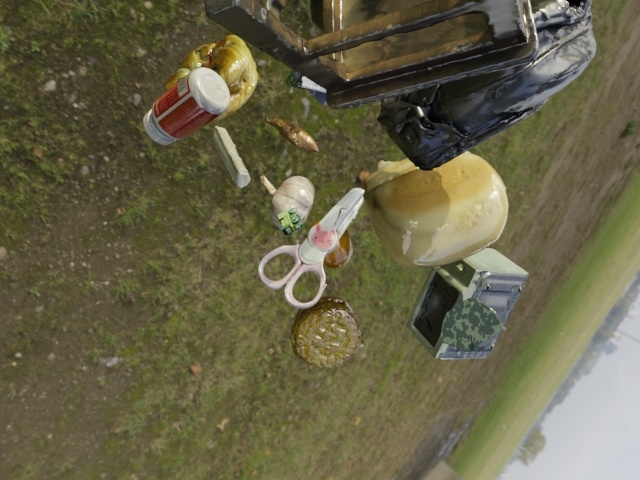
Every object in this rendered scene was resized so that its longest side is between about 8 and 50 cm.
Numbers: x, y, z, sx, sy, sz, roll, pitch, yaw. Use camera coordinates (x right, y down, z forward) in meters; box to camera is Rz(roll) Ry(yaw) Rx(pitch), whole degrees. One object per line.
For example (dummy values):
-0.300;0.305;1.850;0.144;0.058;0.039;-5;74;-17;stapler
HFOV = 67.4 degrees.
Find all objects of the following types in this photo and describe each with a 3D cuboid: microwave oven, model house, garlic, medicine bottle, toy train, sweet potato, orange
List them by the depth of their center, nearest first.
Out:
-0.374;-0.365;1.333;0.250;0.131;0.131;-22;168;34;medicine bottle
-0.004;-0.463;1.395;0.167;0.088;0.117;3;135;-39;model house
0.033;0.007;1.440;0.124;0.156;0.156;-38;148;-3;orange
-0.087;-0.329;1.475;0.068;0.206;0.060;-29;148;-49;sweet potato
0.510;0.218;1.661;0.286;0.218;0.355;7;113;-27;microwave oven
-0.108;-0.070;1.716;0.081;0.122;0.050;-25;128;3;toy train
-0.148;-0.178;1.965;0.245;0.253;0.245;-57;-179;1;garlic

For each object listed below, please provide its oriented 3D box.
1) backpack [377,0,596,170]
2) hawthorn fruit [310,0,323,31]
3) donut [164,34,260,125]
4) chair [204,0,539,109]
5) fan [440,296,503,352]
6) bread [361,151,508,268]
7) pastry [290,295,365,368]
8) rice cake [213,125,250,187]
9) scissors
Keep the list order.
0.340;-0.340;0.991;0.363;0.255;0.446;-39;-171;-33;backpack
0.089;-0.967;1.942;0.316;0.316;0.316;-35;144;-30;hawthorn fruit
-0.367;-0.545;1.631;0.360;0.360;0.170;-50;136;-9;donut
0.093;-0.250;0.474;0.416;0.203;0.240;13;71;-63;chair
0.367;0.211;1.191;0.009;0.131;0.240;0;162;-22;fan
0.336;-0.089;1.378;0.376;0.348;0.253;-24;133;-1;bread
0.019;0.311;1.573;0.240;0.132;0.235;-20;103;-3;pastry
-0.277;-0.262;1.480;0.052;0.256;0.057;-19;142;-17;rice cake
0.000;0.000;0.836;0.242;0.118;0.030;-52;168;-16;scissors
